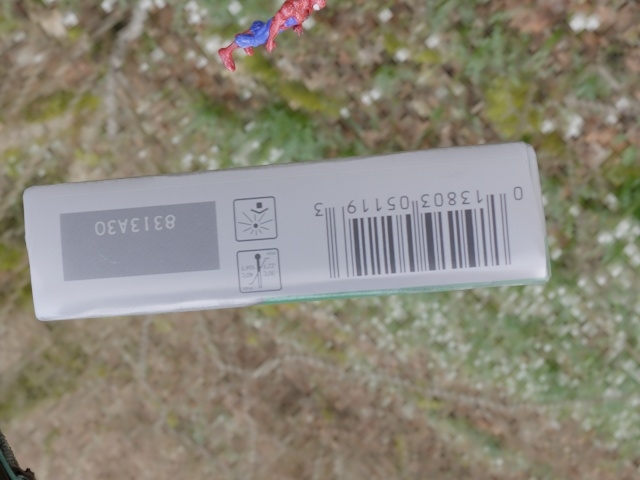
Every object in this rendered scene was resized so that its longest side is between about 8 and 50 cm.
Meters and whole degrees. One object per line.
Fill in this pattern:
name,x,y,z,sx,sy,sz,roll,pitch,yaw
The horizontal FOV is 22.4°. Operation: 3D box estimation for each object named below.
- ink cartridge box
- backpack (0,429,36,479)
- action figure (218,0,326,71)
ink cartridge box,0.000,0.000,0.655,0.224,0.181,0.056,22,-117,-82
backpack,-0.192,0.162,0.702,0.188,0.165,0.144,38,141,47
action figure,-0.031,-0.155,1.166,0.030,0.038,0.115,54,144,-5
